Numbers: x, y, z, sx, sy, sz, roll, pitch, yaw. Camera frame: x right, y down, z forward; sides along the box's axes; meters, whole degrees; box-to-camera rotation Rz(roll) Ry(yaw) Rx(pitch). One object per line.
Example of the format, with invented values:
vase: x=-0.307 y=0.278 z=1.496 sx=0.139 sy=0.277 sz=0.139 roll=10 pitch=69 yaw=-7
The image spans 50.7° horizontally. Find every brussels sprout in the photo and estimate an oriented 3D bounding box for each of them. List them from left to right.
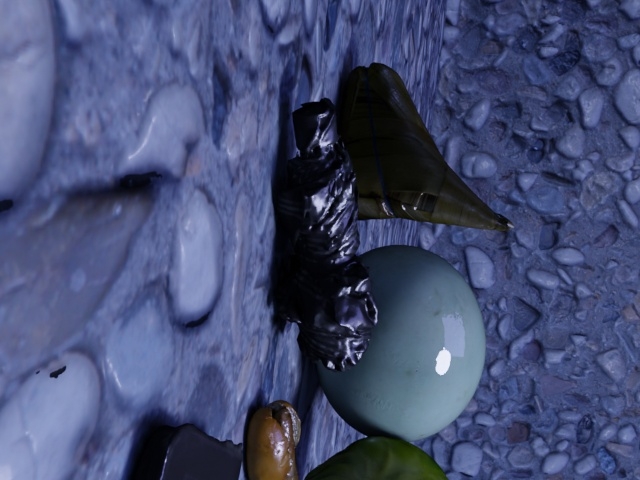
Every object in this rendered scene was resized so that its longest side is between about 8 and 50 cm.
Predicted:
brussels sprout: x=0.057 y=0.453 z=0.962 sx=0.355 sy=0.281 sz=0.289 roll=8 pitch=126 yaw=-53

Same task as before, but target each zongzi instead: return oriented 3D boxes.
zongzi: x=0.157 y=-0.145 z=1.019 sx=0.123 sy=0.289 sz=0.260 roll=44 pitch=55 yaw=-59

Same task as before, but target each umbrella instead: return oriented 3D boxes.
umbrella: x=-0.001 y=0.007 z=0.821 sx=0.154 sy=0.128 sz=0.336 roll=-91 pitch=174 yaw=-57

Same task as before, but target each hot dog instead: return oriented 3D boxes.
hot dog: x=-0.056 y=0.266 z=0.850 sx=0.090 sy=0.060 sz=0.140 roll=-42 pitch=142 yaw=-64

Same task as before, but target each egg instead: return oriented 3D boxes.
egg: x=0.126 y=0.173 z=1.095 sx=0.388 sy=0.276 sz=0.276 roll=89 pitch=15 yaw=-49

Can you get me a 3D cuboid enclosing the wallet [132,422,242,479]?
wallet: x=-0.141 y=0.339 z=0.544 sx=0.197 sy=0.051 sz=0.377 roll=70 pitch=29 yaw=-60
